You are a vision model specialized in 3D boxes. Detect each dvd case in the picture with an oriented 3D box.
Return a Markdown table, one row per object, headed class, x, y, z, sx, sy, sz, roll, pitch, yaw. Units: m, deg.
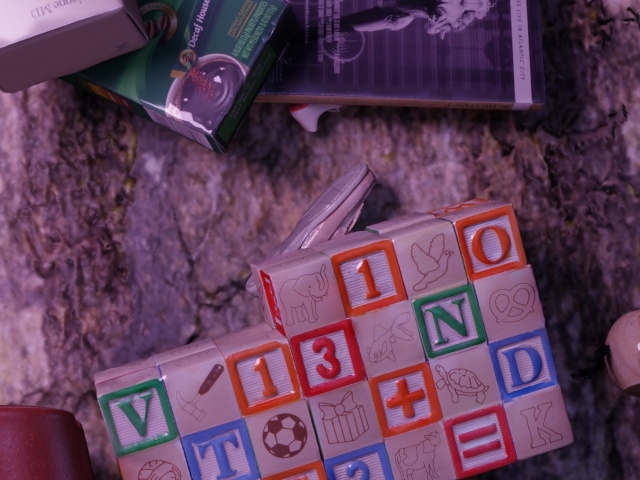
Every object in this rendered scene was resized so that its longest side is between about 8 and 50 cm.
| class | x | y | z | sx | sy | sz | roll | pitch | yaw |
| --- | --- | --- | --- | --- | --- | --- | --- | --- | --- |
| dvd case | 0.051 | -0.173 | 1.016 | 0.221 | 0.018 | 0.164 | 1 | 68 | -3 |

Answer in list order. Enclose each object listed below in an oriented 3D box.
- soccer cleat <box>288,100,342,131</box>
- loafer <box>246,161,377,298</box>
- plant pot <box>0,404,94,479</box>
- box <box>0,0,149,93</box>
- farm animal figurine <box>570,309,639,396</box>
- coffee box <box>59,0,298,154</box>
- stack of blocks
| class | x | y | z | sx | sy | sz | roll | pitch | yaw |
| --- | --- | --- | --- | --- | --- | --- | --- | --- | --- |
| soccer cleat | 0.009 | -0.114 | 1.021 | 0.083 | 0.029 | 0.035 | -46 | 122 | -23 |
| loafer | 0.000 | 0.000 | 0.998 | 0.039 | 0.045 | 0.125 | 43 | 86 | -16 |
| plant pot | -0.231 | 0.248 | 0.836 | 0.273 | 0.272 | 0.265 | -8 | 75 | -7 |
| box | -0.212 | -0.248 | 0.923 | 0.113 | 0.094 | 0.275 | -20 | 81 | 0 |
| farm animal figurine | 0.371 | 0.147 | 0.962 | 0.327 | 0.172 | 0.330 | -29 | 78 | -22 |
| coffee box | -0.122 | -0.148 | 0.976 | 0.184 | 0.040 | 0.113 | 27 | 81 | 17 |
| stack of blocks | 0.002 | 0.093 | 0.939 | 0.297 | 0.087 | 0.171 | -17 | 97 | -8 |
